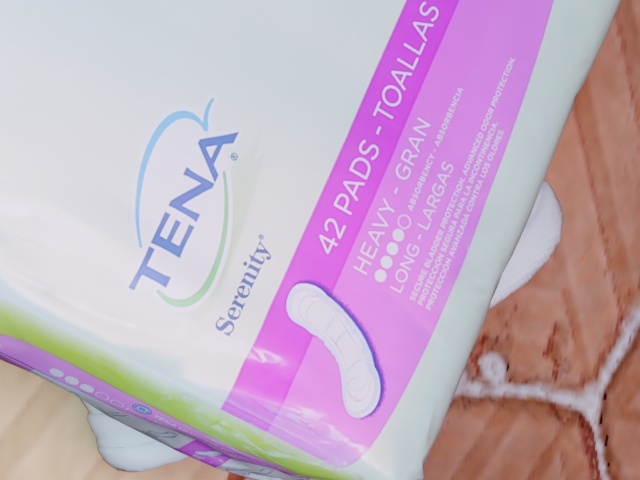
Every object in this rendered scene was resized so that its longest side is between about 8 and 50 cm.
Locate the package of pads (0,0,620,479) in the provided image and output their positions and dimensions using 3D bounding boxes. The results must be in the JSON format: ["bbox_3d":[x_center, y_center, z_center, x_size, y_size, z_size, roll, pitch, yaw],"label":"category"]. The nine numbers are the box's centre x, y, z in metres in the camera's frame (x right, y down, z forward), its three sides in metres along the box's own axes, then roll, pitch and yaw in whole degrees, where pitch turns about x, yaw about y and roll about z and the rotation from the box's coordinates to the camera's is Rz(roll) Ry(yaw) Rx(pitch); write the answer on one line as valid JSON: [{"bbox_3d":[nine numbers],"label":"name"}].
[{"bbox_3d":[-0.066,-0.073,0.486,0.296,0.101,0.229,30,75,-19],"label":"package of pads"}]

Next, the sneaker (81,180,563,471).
[{"bbox_3d":[0.000,0.000,0.595,0.212,0.080,0.094,-26,97,-30],"label":"sneaker"}]
